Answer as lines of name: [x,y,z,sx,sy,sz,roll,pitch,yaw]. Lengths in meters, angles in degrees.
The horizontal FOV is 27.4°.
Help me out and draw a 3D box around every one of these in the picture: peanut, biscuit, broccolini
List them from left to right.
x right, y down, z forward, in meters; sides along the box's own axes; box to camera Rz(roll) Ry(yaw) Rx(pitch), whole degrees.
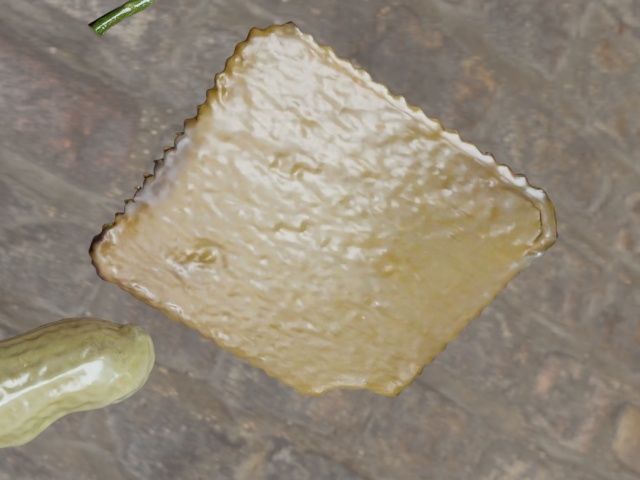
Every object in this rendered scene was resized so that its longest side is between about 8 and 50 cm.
peanut: [-0.249,0.125,1.161,0.214,0.090,0.098,-18,94,-16]
broccolini: [-0.121,-0.200,1.049,0.140,0.035,0.030,-35,136,-16]
biscuit: [0.000,0.000,0.841,0.237,0.013,0.232,32,120,-15]
